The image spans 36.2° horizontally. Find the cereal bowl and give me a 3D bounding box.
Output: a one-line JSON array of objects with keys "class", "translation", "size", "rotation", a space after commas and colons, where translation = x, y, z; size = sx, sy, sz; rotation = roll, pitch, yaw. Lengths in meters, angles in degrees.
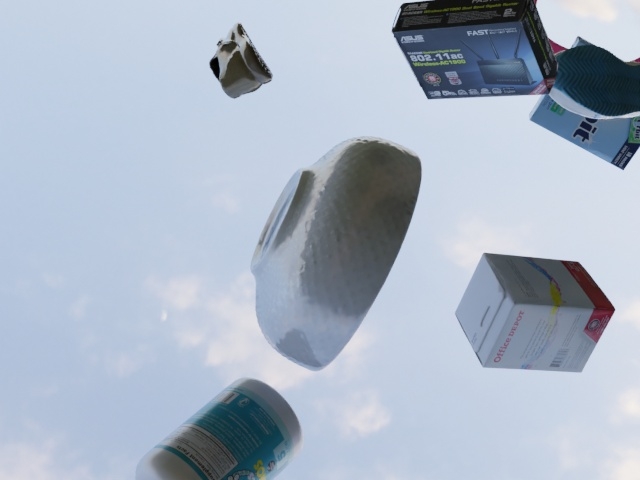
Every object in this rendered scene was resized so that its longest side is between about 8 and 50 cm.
[{"class": "cereal bowl", "translation": [0.000, 0.000, 1.350], "size": [0.141, 0.339, 0.339], "rotation": [26, -145, -11]}]

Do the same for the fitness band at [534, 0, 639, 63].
[{"class": "fitness band", "translation": [0.536, -0.435, 1.900], "size": [0.290, 0.209, 0.054], "rotation": [19, -174, 11]}]

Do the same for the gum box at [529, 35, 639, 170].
[{"class": "gum box", "translation": [0.470, -0.228, 1.642], "size": [0.184, 0.157, 0.041], "rotation": [28, -154, -2]}]

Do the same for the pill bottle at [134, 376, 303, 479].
[{"class": "pill bottle", "translation": [-0.156, 0.319, 1.370], "size": [0.146, 0.146, 0.264], "rotation": [34, -131, 23]}]

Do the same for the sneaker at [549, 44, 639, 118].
[{"class": "sneaker", "translation": [0.340, -0.186, 1.215], "size": [0.228, 0.087, 0.092], "rotation": [1, 175, -41]}]

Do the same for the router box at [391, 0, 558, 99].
[{"class": "router box", "translation": [0.135, -0.168, 0.854], "size": [0.122, 0.092, 0.038], "rotation": [2, -123, 32]}]

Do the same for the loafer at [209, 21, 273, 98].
[{"class": "loafer", "translation": [-0.084, -0.176, 0.964], "size": [0.050, 0.056, 0.148], "rotation": [-32, -161, 2]}]

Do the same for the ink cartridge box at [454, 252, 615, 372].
[{"class": "ink cartridge box", "translation": [0.316, 0.108, 1.466], "size": [0.176, 0.128, 0.127], "rotation": [6, -146, -22]}]
